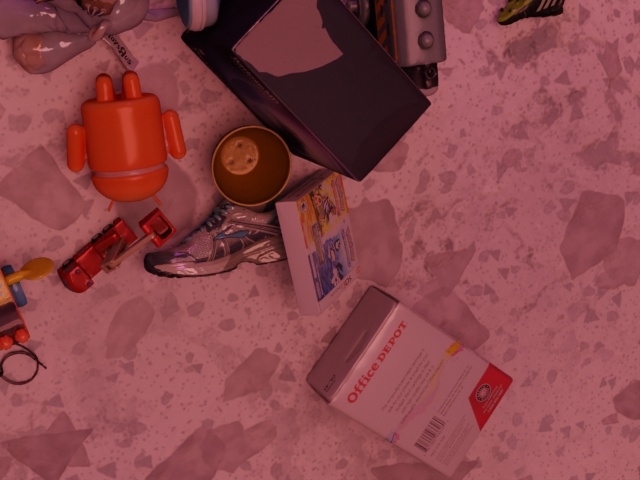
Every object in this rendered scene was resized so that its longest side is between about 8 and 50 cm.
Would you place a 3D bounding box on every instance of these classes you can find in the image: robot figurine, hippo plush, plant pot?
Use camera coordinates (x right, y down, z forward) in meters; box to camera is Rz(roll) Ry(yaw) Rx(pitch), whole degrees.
[{"bbox_3d":[-0.311,-0.156,1.850,0.158,0.128,0.219,-22,111,-46],"label":"robot figurine"},{"bbox_3d":[-0.357,-0.342,1.725,0.294,0.236,0.234,40,85,-25],"label":"hippo plush"},{"bbox_3d":[-0.124,-0.133,1.944,0.134,0.095,0.134,-5,107,-16],"label":"plant pot"}]

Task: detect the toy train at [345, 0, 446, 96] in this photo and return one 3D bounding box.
[{"bbox_3d":[0.131,-0.396,1.940,0.142,0.190,0.334,-10,106,-20],"label":"toy train"}]

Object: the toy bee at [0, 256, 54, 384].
[{"bbox_3d":[-0.490,0.098,1.816,0.195,0.162,0.298,-45,114,-10],"label":"toy bee"}]

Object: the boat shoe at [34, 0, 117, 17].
[{"bbox_3d":[-0.300,-0.337,1.585,0.183,0.066,0.066,-15,103,-15],"label":"boat shoe"}]

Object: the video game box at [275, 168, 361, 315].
[{"bbox_3d":[0.000,0.000,1.997,0.048,0.187,0.205,-4,110,24],"label":"video game box"}]

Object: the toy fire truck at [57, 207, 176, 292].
[{"bbox_3d":[-0.330,0.018,1.876,0.192,0.135,0.047,-42,114,-9],"label":"toy fire truck"}]

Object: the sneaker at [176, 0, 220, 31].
[{"bbox_3d":[-0.119,-0.474,1.810,0.208,0.127,0.319,3,83,-17],"label":"sneaker"}]

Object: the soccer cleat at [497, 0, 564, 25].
[{"bbox_3d":[0.399,-0.428,2.118,0.179,0.060,0.072,-35,114,-15],"label":"soccer cleat"}]

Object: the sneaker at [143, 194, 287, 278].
[{"bbox_3d":[-0.169,-0.009,1.969,0.283,0.110,0.122,-13,95,-27],"label":"sneaker"}]

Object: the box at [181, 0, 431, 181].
[{"bbox_3d":[-0.031,-0.270,1.846,0.183,0.294,0.296,-48,114,-6],"label":"box"}]

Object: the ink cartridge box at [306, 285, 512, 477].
[{"bbox_3d":[0.165,0.258,2.140,0.306,0.131,0.226,36,88,-24],"label":"ink cartridge box"}]
